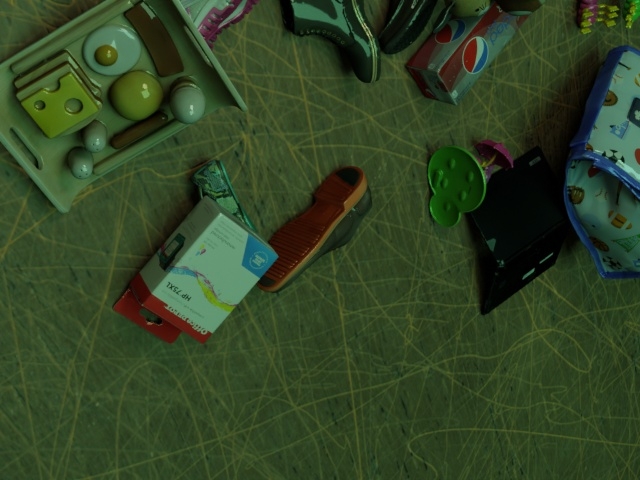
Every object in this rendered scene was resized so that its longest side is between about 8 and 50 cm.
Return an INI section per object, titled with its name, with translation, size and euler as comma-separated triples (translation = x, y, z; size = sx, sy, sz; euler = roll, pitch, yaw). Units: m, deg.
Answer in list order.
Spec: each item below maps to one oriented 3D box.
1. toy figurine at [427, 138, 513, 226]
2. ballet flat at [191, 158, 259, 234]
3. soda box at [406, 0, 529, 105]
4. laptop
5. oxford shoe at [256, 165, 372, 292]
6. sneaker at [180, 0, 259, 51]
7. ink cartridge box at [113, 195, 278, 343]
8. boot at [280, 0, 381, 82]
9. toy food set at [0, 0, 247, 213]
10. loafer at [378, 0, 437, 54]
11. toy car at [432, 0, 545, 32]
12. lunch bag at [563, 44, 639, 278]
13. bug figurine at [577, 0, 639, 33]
[toy figurine]
translation = 0.296, -0.122, 1.953
size = 0.159, 0.130, 0.173
euler = -27, 144, -41
[ballet flat]
translation = -0.151, -0.046, 1.638
size = 0.070, 0.070, 0.188
euler = -40, 125, -21
[soda box]
translation = 0.274, -0.372, 1.846
size = 0.263, 0.083, 0.092
euler = -51, 131, -14
[laptop]
translation = 0.394, -0.018, 2.124
size = 0.234, 0.136, 0.264
euler = -32, 149, -27
[oxford shoe]
translation = 0.000, 0.000, 1.751
size = 0.271, 0.097, 0.098
euler = -47, 135, -17
[sneaker]
translation = -0.198, -0.318, 1.473
size = 0.252, 0.111, 0.103
euler = -45, 171, 3
[ink cartridge box]
translation = -0.194, 0.063, 1.583
size = 0.134, 0.078, 0.231
euler = 37, 95, -35
[boot]
translation = 0.011, -0.330, 1.660
size = 0.137, 0.077, 0.198
euler = -29, 109, -24
[toy food set]
translation = -0.280, -0.187, 1.382
size = 0.306, 0.092, 0.220
euler = -29, 127, 5
[loafer]
translation = 0.158, -0.419, 1.749
size = 0.220, 0.078, 0.080
euler = -58, 164, 6
[toy car]
translation = 0.266, -0.405, 1.720
size = 0.188, 0.155, 0.149
euler = -38, 89, 9
[lunch bag]
translation = 0.646, -0.157, 2.102
size = 0.385, 0.238, 0.328
euler = 51, 53, -33
[bug figurine]
translation = 0.591, -0.521, 2.038
size = 0.278, 0.072, 0.216
euler = -15, 129, -24
